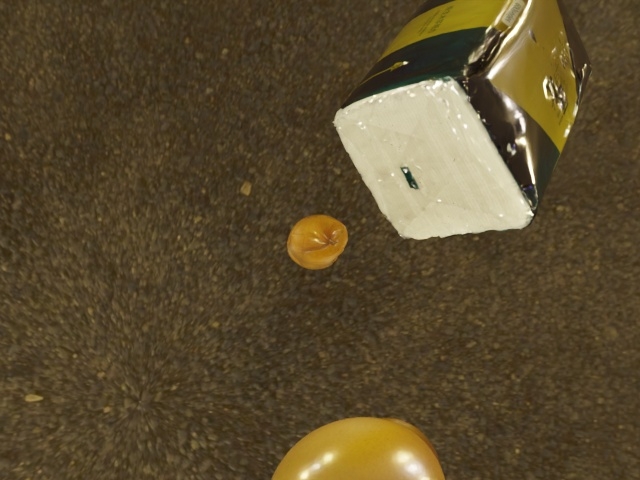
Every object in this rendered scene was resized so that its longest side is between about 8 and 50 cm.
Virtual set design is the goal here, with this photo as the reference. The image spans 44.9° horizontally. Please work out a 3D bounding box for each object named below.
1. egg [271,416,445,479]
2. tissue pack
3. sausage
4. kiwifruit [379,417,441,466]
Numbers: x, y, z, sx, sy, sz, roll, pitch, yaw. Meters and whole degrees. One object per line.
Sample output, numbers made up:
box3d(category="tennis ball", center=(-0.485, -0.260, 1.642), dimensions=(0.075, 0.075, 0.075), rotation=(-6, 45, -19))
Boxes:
box3d(category="egg", center=(0.057, 0.409, 1.226), dimensions=(0.323, 0.250, 0.249), rotation=(4, 75, -46))
box3d(category="tissue pack", center=(0.238, -0.229, 1.211), dimensions=(0.264, 0.253, 0.416), rotation=(57, 45, -26))
box3d(category="sausage", center=(-0.006, 0.001, 1.517), dimensions=(0.112, 0.328, 0.112), rotation=(0, 85, -5))
box3d(category="kiwifruit", center=(0.143, 0.459, 1.557), dimensions=(0.196, 0.234, 0.195), rotation=(-8, 64, 17))
